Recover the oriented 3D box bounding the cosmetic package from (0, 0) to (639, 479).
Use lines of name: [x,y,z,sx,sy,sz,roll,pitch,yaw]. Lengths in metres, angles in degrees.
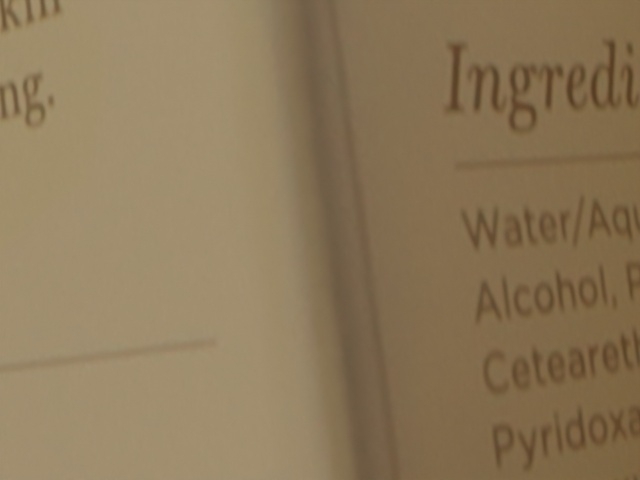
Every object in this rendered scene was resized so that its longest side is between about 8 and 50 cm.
cosmetic package: [0.000,0.000,0.523,0.327,0.329,0.393,-5,-92,-45]
